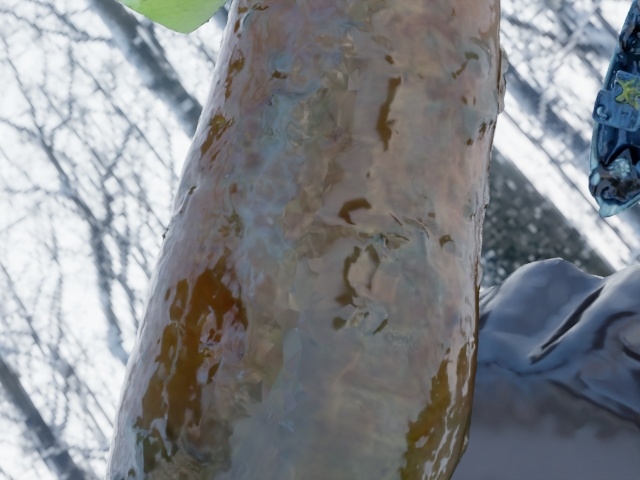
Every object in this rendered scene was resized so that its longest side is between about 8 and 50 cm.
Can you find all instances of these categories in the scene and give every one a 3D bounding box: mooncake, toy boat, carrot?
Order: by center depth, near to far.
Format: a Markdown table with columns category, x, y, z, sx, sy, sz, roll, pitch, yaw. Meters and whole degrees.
| category | x | y | z | sx | sy | sz | roll | pitch | yaw |
| --- | --- | --- | --- | --- | --- | --- | --- | --- | --- |
| carrot | 0.000 | 0.000 | 0.498 | 0.138 | 0.138 | 0.302 | 10 | -94 | -62 |
| toy boat | 0.189 | -0.080 | 0.782 | 0.061 | 0.060 | 0.137 | -7 | -65 | -47 |
| mooncake | 0.201 | 0.193 | 0.892 | 0.381 | 0.351 | 0.212 | -1 | 27 | 37 |

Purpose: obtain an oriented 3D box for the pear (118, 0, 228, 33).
| category | x | y | z | sx | sy | sz | roll | pitch | yaw |
| --- | --- | --- | --- | --- | --- | --- | --- | --- | --- |
| pear | -0.210 | -0.430 | 1.368 | 0.318 | 0.342 | 0.238 | 19 | -48 | -41 |
